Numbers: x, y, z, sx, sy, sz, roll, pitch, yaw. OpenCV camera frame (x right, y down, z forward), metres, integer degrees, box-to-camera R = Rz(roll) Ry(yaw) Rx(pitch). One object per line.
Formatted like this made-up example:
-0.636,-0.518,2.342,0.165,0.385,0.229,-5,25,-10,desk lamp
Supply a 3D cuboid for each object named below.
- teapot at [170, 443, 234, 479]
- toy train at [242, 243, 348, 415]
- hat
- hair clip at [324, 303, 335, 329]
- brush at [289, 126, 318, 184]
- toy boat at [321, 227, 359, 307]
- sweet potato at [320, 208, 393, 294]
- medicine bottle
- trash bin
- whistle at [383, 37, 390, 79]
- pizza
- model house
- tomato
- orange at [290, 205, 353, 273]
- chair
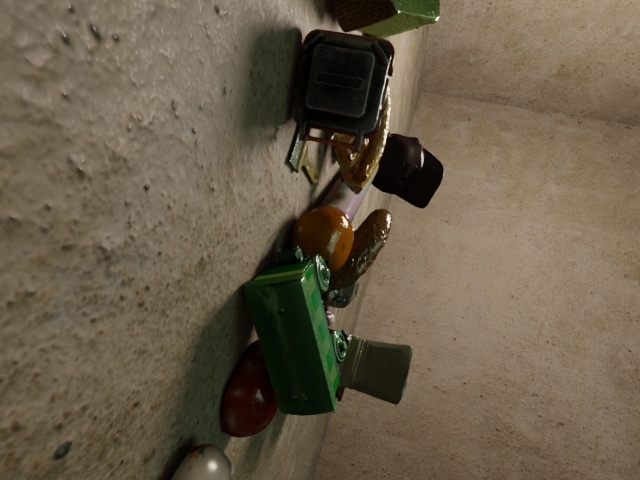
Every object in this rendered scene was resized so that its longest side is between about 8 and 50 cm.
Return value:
-0.182,0.384,0.648,0.226,0.092,0.145,22,83,-80,teapot
-0.035,0.164,0.811,0.202,0.120,0.301,-52,131,-68,toy train
0.253,-0.257,1.503,0.209,0.336,0.238,6,121,-40,hat
0.012,0.324,1.469,0.146,0.075,0.257,78,24,-53,hair clip
-0.028,-0.161,0.896,0.218,0.010,0.082,50,55,-74,brush
0.040,0.089,1.186,0.141,0.140,0.269,-48,152,-64,toy boat
0.070,0.049,1.037,0.341,0.114,0.092,-43,121,-12,sweet potato
0.076,-0.133,1.181,0.426,0.108,0.108,-60,159,-56,medicine bottle
0.051,-0.265,0.805,0.238,0.161,0.184,-40,142,-75,trash bin
0.165,-0.545,1.211,0.312,0.062,0.062,38,66,-76,whistle
0.102,-0.299,1.042,0.182,0.074,0.365,17,84,-50,pizza
0.097,-0.506,0.798,0.189,0.195,0.214,-21,112,-46,model house
-0.119,0.298,0.834,0.166,0.082,0.174,-59,156,-55,tomato
0.000,0.000,0.935,0.156,0.124,0.156,-27,124,-49,orange
0.075,0.334,1.142,0.186,0.319,0.160,79,28,-53,chair
